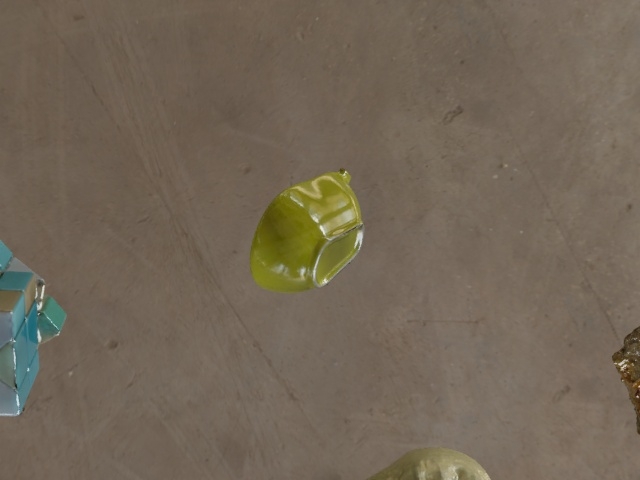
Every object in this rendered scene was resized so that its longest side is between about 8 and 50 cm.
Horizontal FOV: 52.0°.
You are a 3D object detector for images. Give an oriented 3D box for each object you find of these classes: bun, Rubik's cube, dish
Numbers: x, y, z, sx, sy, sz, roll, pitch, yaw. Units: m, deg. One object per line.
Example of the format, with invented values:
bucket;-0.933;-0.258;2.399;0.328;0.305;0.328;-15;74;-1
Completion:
bun;0.148;0.421;0.919;0.260;0.160;0.259;-1;96;-9
Rubik's cube;-0.509;0.137;0.978;0.225;0.213;0.265;4;113;-12
dish;0.000;0.000;1.183;0.262;0.108;0.221;-34;145;-39

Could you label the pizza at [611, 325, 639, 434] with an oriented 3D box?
pizza;0.399;0.110;0.687;0.135;0.056;0.271;24;123;-15
